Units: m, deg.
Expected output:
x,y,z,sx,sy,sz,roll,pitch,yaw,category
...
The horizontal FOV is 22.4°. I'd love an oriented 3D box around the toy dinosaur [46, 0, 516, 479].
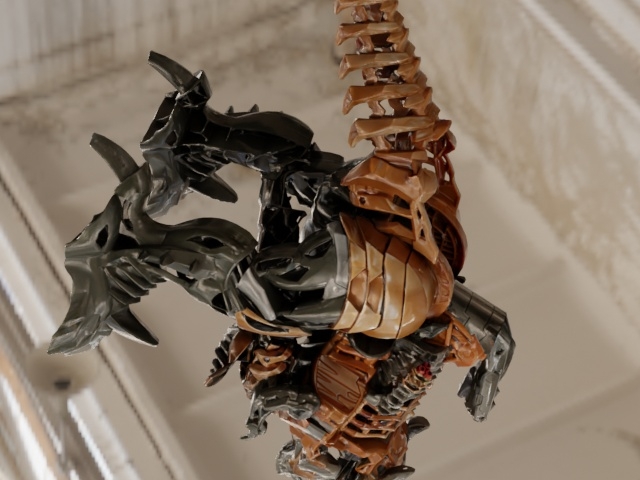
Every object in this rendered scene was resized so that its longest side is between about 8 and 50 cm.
x,y,z,sx,sy,sz,roll,pitch,yaw,category
0.000,0.000,0.822,0.218,0.322,0.164,16,-160,10,toy dinosaur
